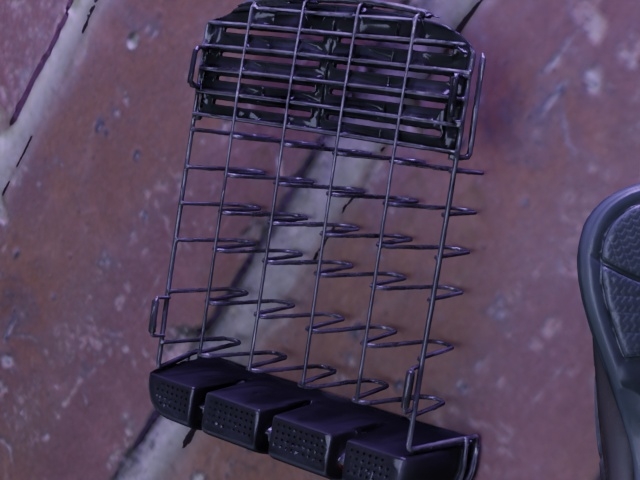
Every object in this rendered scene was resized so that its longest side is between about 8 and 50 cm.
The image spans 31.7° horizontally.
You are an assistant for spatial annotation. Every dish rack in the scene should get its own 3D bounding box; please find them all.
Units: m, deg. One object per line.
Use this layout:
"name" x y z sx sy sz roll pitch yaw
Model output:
"dish rack" 0.000 0.000 0.642 0.208 0.074 0.271 12 97 33

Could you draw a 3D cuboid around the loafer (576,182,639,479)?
"loafer" 0.174 0.104 0.530 0.096 0.084 0.267 -9 90 4
